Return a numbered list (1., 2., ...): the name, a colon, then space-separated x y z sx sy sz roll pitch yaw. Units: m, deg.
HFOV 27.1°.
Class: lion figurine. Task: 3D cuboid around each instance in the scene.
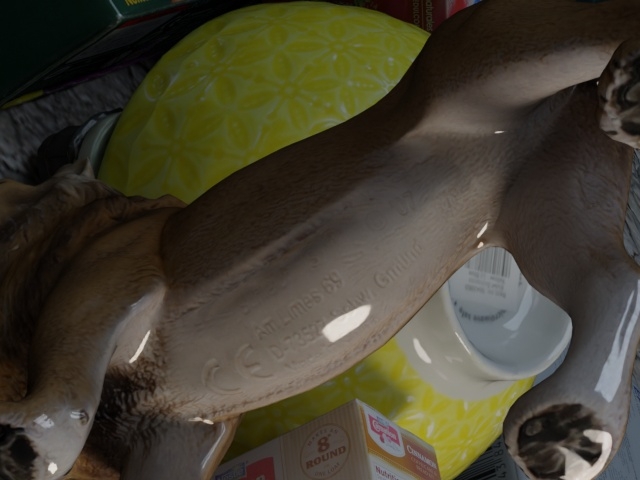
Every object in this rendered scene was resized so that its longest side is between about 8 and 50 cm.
1. lion figurine: 0.000 0.000 0.477 0.240 0.392 0.142 -77 144 -62

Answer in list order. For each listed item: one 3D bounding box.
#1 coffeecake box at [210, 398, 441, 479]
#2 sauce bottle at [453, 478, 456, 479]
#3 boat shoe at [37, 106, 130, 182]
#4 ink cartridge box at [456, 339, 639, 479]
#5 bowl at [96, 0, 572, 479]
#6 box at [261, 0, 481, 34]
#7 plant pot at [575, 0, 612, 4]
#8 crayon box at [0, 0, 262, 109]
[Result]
1. coffeecake box: -0.010 0.183 0.559 0.068 0.142 0.185 37 32 -42
2. sauce bottle: 0.079 0.194 0.852 0.042 0.042 0.128 44 26 -33
3. boat shoe: -0.059 0.005 0.744 0.228 0.069 0.081 42 63 -35
4. ink cartridge box: 0.199 0.178 1.074 0.330 0.071 0.324 46 27 -37
5. bowl: 0.042 0.012 0.685 0.289 0.156 0.289 1 89 -44
6. box: 0.042 -0.137 0.877 0.257 0.122 0.128 83 22 -45
7. plant pot: 0.090 -0.244 1.123 0.271 0.271 0.255 51 11 -21
8. crayon box: -0.161 -0.265 0.811 0.313 0.106 0.363 58 24 -5
